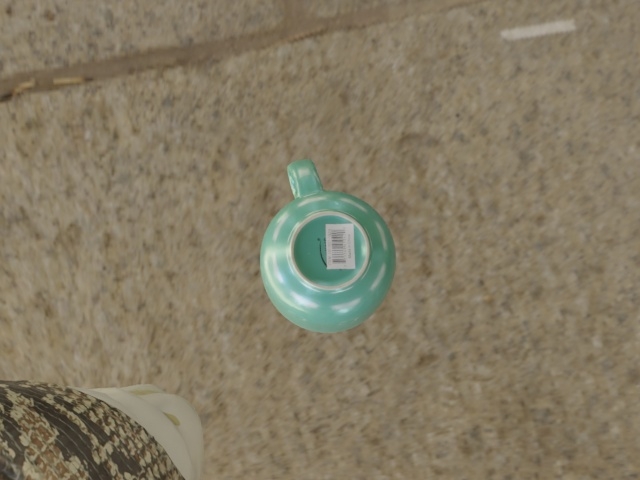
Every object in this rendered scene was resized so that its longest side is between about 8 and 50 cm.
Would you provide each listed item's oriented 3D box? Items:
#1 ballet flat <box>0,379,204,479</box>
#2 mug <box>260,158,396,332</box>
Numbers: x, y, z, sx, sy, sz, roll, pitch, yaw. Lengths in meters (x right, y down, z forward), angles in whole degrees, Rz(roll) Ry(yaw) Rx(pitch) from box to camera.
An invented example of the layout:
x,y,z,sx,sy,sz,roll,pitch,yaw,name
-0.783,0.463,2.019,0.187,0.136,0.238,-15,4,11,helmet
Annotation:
x,y,z,sx,sy,sz,roll,pitch,yaw,name
-0.078,0.192,0.613,0.483,0.164,0.182,57,34,-30,ballet flat
-0.003,0.009,1.144,0.157,0.097,0.129,41,81,6,mug
